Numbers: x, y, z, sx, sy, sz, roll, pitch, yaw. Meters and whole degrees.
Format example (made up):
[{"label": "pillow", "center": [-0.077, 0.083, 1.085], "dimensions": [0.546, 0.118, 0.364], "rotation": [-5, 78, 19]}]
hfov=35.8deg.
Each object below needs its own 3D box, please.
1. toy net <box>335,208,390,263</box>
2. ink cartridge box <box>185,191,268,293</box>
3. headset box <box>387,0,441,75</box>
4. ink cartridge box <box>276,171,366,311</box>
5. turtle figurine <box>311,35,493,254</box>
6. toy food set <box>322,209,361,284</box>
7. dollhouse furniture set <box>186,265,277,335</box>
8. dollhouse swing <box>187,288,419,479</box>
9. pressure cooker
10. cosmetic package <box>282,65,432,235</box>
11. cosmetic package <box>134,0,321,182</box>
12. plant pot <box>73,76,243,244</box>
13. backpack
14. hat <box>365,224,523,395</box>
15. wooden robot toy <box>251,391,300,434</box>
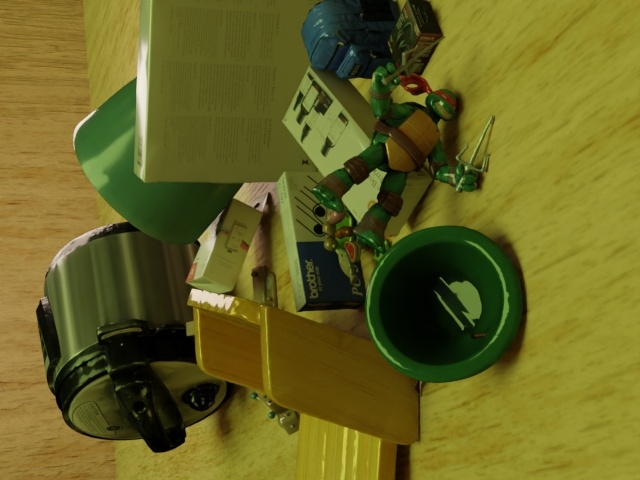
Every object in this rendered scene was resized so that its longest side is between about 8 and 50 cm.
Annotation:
[{"label": "toy net", "center": [0.067, -0.082, 1.361], "dimensions": [0.122, 0.045, 0.232], "rotation": [-139, 52, -62]}, {"label": "ink cartridge box", "center": [-0.171, -0.005, 1.827], "dimensions": [0.115, 0.067, 0.198], "rotation": [-19, 47, 66]}, {"label": "headset box", "center": [0.118, -0.257, 1.245], "dimensions": [0.083, 0.032, 0.062], "rotation": [116, 146, -51]}, {"label": "ink cartridge box", "center": [0.000, 0.000, 1.460], "dimensions": [0.046, 0.097, 0.207], "rotation": [132, 132, -59]}, {"label": "turtle figurine", "center": [0.104, -0.109, 1.154], "dimensions": [0.234, 0.175, 0.118], "rotation": [-50, 4, -5]}, {"label": "toy food set", "center": [0.026, -0.004, 1.378], "dimensions": [0.122, 0.019, 0.078], "rotation": [-120, 36, -46]}, {"label": "dollhouse furniture set", "center": [-0.159, 0.105, 1.785], "dimensions": [0.144, 0.151, 0.123], "rotation": [161, 107, -65]}, {"label": "dollhouse swing", "center": [-0.058, 0.263, 1.390], "dimensions": [0.347, 0.315, 0.305], "rotation": [3, 74, 67]}, {"label": "pressure cooker", "center": [-0.367, 0.215, 2.020], "dimensions": [0.375, 0.370, 0.420], "rotation": [-41, 51, 32]}, {"label": "cosmetic package", "center": [0.042, -0.121, 1.310], "dimensions": [0.239, 0.060, 0.099], "rotation": [54, 132, 33]}, {"label": "cosmetic package", "center": [-0.136, -0.279, 1.538], "dimensions": [0.097, 0.284, 0.377], "rotation": [-143, 56, -65]}, {"label": "plant pot", "center": [-0.239, -0.176, 1.727], "dimensions": [0.235, 0.293, 0.293], "rotation": [-41, 46, 22]}, {"label": "backpack", "center": [0.041, -0.268, 1.318], "dimensions": [0.098, 0.120, 0.101], "rotation": [122, 141, -52]}, {"label": "hat", "center": [0.159, 0.081, 1.171], "dimensions": [0.208, 0.183, 0.173], "rotation": [-18, 77, 24]}, {"label": "wooden robot toy", "center": [-0.052, 0.286, 1.674], "dimensions": [0.079, 0.076, 0.173], "rotation": [59, 168, -23]}]
